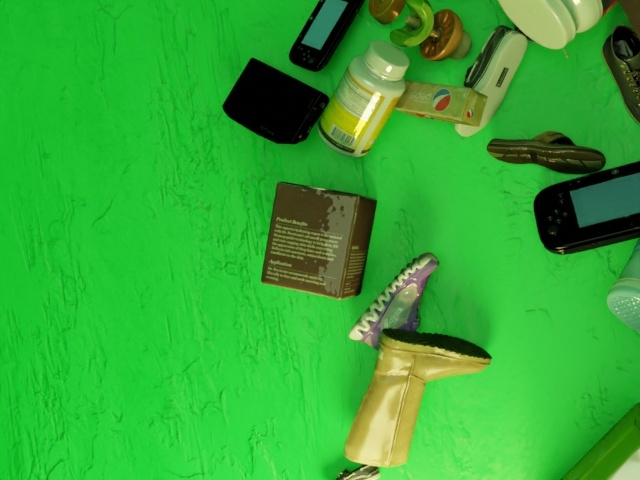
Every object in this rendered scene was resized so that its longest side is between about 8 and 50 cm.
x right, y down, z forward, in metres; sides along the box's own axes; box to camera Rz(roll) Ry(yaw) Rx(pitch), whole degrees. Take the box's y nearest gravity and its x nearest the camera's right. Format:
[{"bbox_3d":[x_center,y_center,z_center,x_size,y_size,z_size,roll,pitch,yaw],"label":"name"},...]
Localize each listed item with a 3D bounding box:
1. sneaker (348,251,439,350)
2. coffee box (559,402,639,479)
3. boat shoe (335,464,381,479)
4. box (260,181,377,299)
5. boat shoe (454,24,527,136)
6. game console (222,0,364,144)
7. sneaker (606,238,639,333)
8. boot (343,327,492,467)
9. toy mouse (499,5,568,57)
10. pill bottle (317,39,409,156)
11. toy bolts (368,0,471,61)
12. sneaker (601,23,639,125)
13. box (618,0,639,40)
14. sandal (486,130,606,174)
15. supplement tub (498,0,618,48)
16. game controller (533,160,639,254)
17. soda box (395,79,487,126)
[{"bbox_3d":[0.163,0.130,1.709,0.104,0.095,0.236,40,105,6],"label":"sneaker"},{"bbox_3d":[0.556,0.522,1.458,0.334,0.338,0.338,43,100,13],"label":"coffee box"},{"bbox_3d":[0.059,0.477,1.755,0.125,0.046,0.038,-22,84,12],"label":"boat shoe"},{"bbox_3d":[0.000,0.000,1.712,0.168,0.167,0.203,12,93,17],"label":"box"},{"bbox_3d":[0.316,-0.306,1.676,0.070,0.077,0.219,45,113,45],"label":"boat shoe"},{"bbox_3d":[-0.039,-0.372,1.764,0.213,0.044,0.361,32,91,33],"label":"game console"},{"bbox_3d":[0.666,0.109,1.544,0.319,0.127,0.208,39,62,-16],"label":"sneaker"},{"bbox_3d":[0.186,0.313,1.698,0.236,0.089,0.270,11,106,-7],"label":"boot"},{"bbox_3d":[0.414,-0.433,1.663,0.143,0.031,0.161,10,92,15],"label":"toy mouse"},{"bbox_3d":[0.086,-0.273,1.675,0.117,0.117,0.215,41,128,13],"label":"pill bottle"},{"bbox_3d":[0.228,-0.476,1.692,0.229,0.158,0.218,-63,35,17],"label":"toy bolts"},{"bbox_3d":[0.579,-0.282,1.569,0.083,0.118,0.222,-35,80,13],"label":"sneaker"},{"bbox_3d":[0.669,-0.285,1.483,0.143,0.191,0.382,-28,78,35],"label":"box"},{"bbox_3d":[0.426,-0.174,1.644,0.219,0.090,0.060,9,70,23],"label":"sandal"},{"bbox_3d":[0.464,-0.494,1.542,0.272,0.191,0.191,-45,78,-2],"label":"supplement tub"},{"bbox_3d":[0.548,-0.071,1.572,0.319,0.067,0.167,-15,51,17],"label":"game controller"},{"bbox_3d":[0.226,-0.263,1.659,0.181,0.058,0.061,20,95,48],"label":"soda box"}]
